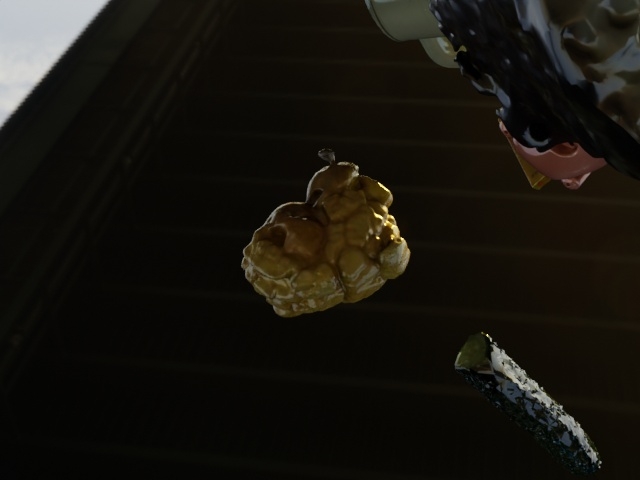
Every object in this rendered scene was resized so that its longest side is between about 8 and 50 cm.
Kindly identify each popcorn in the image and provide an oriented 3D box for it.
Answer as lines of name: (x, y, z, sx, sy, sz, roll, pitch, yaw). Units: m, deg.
popcorn: (0.015, 0.012, 1.167, 0.163, 0.140, 0.194, 38, -109, 9)

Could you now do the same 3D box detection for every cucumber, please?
cucumber: (0.201, 0.162, 0.915, 0.043, 0.257, 0.044, -50, -142, -4)

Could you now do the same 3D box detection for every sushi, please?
sushi: (0.264, -0.203, 0.775, 0.300, 0.281, 0.294, -26, -168, -5)

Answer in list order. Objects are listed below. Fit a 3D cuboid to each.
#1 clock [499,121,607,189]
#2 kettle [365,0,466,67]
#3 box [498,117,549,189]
clock: (0.325, -0.154, 1.287, 0.166, 0.162, 0.093, 41, -118, 4)
kettle: (0.244, -0.366, 1.325, 0.318, 0.205, 0.265, -2, 173, 31)
box: (0.354, -0.170, 1.642, 0.022, 0.089, 0.156, 13, -133, -39)
